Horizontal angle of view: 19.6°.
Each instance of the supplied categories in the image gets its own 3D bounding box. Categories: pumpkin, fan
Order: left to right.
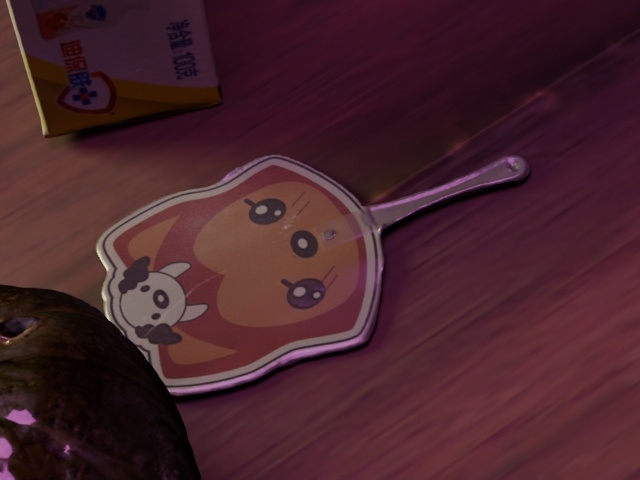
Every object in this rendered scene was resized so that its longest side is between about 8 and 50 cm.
[{"bbox_3d":[-0.155,0.112,0.737,0.224,0.157,0.223,-12,42,12],"label":"pumpkin"},{"bbox_3d":[0.000,0.000,0.894,0.220,0.009,0.132,-20,51,-6],"label":"fan"}]

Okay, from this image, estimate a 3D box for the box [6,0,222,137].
[{"bbox_3d":[-0.125,-0.198,0.912,0.097,0.265,0.168,-14,50,-5],"label":"box"}]
